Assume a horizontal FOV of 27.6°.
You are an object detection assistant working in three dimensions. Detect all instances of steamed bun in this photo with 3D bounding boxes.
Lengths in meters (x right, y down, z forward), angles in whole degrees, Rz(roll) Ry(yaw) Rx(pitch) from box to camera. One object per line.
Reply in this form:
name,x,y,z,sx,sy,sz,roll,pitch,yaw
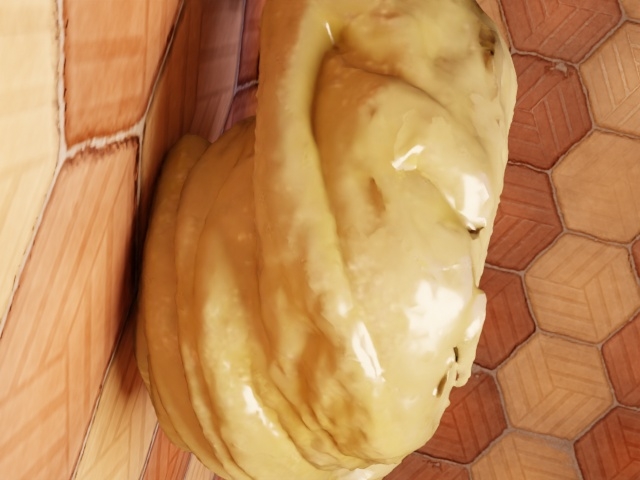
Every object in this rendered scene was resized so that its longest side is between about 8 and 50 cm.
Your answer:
steamed bun,-0.001,0.006,0.901,0.372,0.230,0.325,101,5,-56
